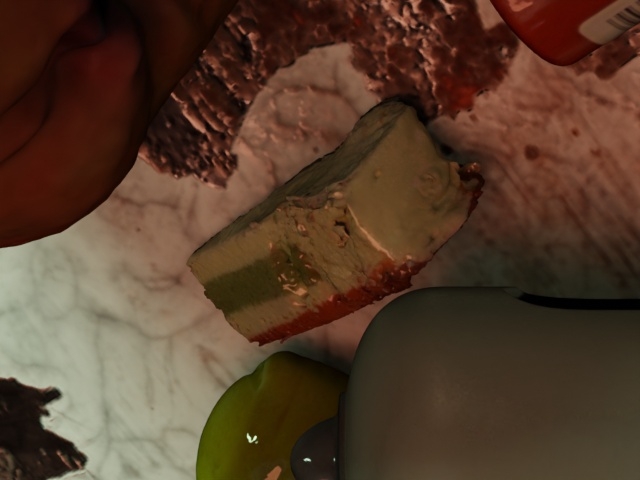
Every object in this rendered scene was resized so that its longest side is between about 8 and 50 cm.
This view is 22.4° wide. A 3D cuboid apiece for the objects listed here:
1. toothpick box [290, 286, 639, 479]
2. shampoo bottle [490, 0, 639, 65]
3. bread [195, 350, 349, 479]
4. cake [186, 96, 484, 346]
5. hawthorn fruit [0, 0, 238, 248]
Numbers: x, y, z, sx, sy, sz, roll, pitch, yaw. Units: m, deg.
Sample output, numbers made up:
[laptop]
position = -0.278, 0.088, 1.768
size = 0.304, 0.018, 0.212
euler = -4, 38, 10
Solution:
[toothpick box]
position = 0.141, 0.138, 0.907
size = 0.316, 0.229, 0.229
euler = 1, 117, -1
[shampoo bottle]
position = 0.211, -0.202, 0.824
size = 0.278, 0.104, 0.104
euler = -32, 103, 28
[bread]
position = 0.094, 0.211, 1.063
size = 0.384, 0.112, 0.166
euler = 23, 120, 4
[cake]
position = 0.013, -0.013, 1.018
size = 0.086, 0.117, 0.220
euler = 49, 152, -7
[hawthorn fruit]
position = -0.255, -0.209, 0.774
size = 0.472, 0.472, 0.471
euler = 7, 117, 14
